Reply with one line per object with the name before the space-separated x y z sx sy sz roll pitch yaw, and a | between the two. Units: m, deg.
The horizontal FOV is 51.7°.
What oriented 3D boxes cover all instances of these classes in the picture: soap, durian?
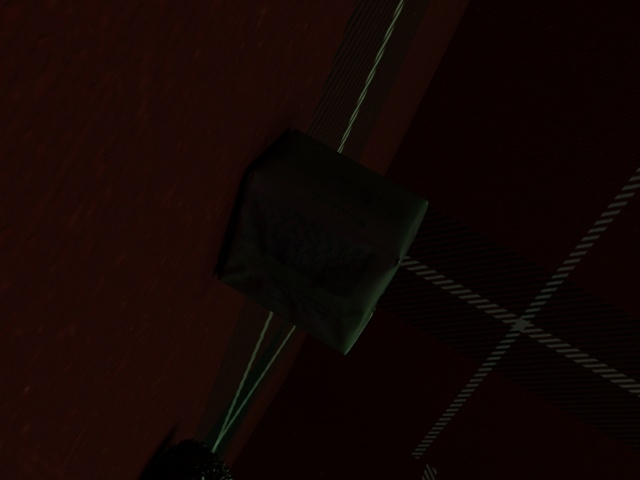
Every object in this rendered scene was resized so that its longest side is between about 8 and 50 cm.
soap | 0.000 0.000 0.801 0.138 0.199 0.182 -50 167 -47
durian | -0.208 0.440 1.124 0.196 0.196 0.167 109 6 -58
